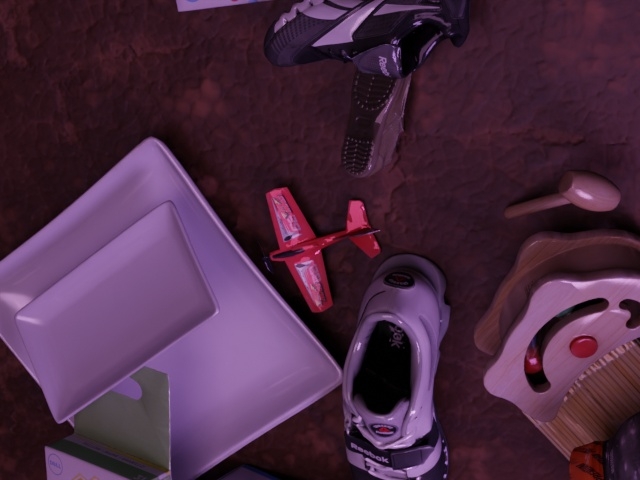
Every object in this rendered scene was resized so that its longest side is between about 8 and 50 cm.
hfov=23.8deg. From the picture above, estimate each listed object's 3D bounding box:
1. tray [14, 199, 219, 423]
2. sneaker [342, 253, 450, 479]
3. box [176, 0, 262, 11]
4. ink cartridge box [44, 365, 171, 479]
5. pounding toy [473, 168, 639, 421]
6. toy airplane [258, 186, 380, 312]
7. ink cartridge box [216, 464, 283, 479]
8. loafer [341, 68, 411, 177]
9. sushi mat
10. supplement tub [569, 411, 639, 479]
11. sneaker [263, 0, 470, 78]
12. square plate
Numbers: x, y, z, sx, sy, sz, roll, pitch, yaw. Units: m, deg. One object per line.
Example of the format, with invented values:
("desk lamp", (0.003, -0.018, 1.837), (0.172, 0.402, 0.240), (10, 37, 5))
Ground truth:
("tray", (-0.226, 0.082, 1.697), (0.270, 0.030, 0.145), (-35, 70, 28))
("sneaker", (0.069, 0.192, 1.645), (0.122, 0.146, 0.330), (4, 112, 17))
("box", (-0.071, -0.320, 1.562), (0.186, 0.038, 0.145), (-3, 108, 22))
("ink cartridge box", (-0.243, 0.250, 1.738), (0.171, 0.056, 0.235), (14, 114, 38))
("pounding toy", (0.263, 0.043, 1.559), (0.154, 0.155, 0.269), (14, 127, -16))
("toy airplane", (0.000, 0.000, 1.661), (0.151, 0.028, 0.151), (7, 113, 17))
("ink cartridge box", (-0.048, 0.450, 1.764), (0.223, 0.129, 0.307), (18, 116, 30))
("loafer", (0.061, -0.137, 1.577), (0.056, 0.050, 0.148), (25, 102, 31))
("sushi mat", (0.372, 0.248, 1.622), (0.316, 0.019, 0.151), (47, 117, -2))
("supplement tub", (0.429, 0.246, 1.482), (0.338, 0.207, 0.207), (-16, 103, 18))
("sneaker", (0.048, -0.204, 1.517), (0.234, 0.078, 0.106), (-17, 67, 22))
("square plate", (-0.192, 0.101, 1.756), (0.344, 0.049, 0.347), (-36, 94, 28))
